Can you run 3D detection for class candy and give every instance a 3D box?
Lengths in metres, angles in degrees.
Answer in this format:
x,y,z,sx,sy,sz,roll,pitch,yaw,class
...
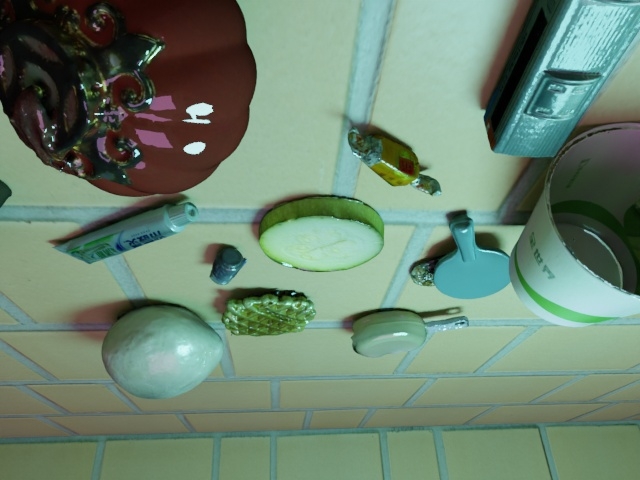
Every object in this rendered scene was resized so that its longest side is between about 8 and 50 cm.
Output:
x,y,z,sx,sy,sz,roll,pitch,yaw,class
-0.366,0.269,1.135,0.296,0.185,0.295,2,147,2,candy
0.098,-0.105,0.667,0.182,0.053,0.047,22,154,-36,candy

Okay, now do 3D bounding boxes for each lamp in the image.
x,y,z,sx,sy,sz,roll,pitch,yaw,class
-0.167,-0.145,0.420,0.227,0.226,0.226,-2,149,-1,lamp

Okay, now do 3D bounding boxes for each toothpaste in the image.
x,y,z,sx,sy,sz,roll,pitch,yaw,class
-0.323,-0.007,0.809,0.297,0.048,0.075,-16,147,27,toothpaste

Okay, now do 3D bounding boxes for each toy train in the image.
x,y,z,sx,sy,sz,roll,pitch,yaw,class
0.255,-0.232,0.433,0.086,0.089,0.409,4,150,0,toy train

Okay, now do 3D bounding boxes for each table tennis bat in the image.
x,y,z,sx,sy,sz,roll,pitch,yaw,class
0.274,0.038,0.895,0.149,0.038,0.237,-12,138,19,table tennis bat

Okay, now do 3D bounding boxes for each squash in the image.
x,y,z,sx,sy,sz,roll,pitch,yaw,class
0.000,-0.005,0.848,0.220,0.041,0.219,1,153,1,squash

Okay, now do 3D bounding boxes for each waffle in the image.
x,y,z,sx,sy,sz,roll,pitch,yaw,class
-0.117,0.173,1.114,0.214,0.054,0.207,-3,147,-11,waffle

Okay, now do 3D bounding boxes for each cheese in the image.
x,y,z,sx,sy,sz,roll,pitch,yaw,class
0.219,0.224,1.202,0.287,0.082,0.163,-9,150,9,cheese

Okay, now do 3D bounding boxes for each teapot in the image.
x,y,z,sx,sy,sz,roll,pitch,yaw,class
-0.171,0.043,0.909,0.049,0.063,0.083,38,143,-4,teapot

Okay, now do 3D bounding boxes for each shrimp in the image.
x,y,z,sx,sy,sz,roll,pitch,yaw,class
0.247,0.056,0.966,0.091,0.034,0.161,23,142,-34,shrimp

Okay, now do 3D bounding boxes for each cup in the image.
x,y,z,sx,sy,sz,roll,pitch,yaw,class
0.409,0.008,0.712,0.254,0.252,0.274,-3,156,1,cup

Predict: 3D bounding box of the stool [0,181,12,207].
x,y,z,sx,sy,sz,roll,pitch,yaw,class
-0.622,0.011,0.641,0.311,0.226,0.310,-21,144,29,stool
